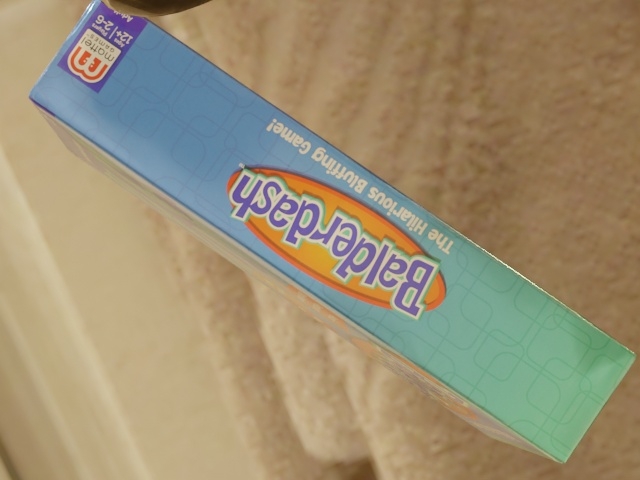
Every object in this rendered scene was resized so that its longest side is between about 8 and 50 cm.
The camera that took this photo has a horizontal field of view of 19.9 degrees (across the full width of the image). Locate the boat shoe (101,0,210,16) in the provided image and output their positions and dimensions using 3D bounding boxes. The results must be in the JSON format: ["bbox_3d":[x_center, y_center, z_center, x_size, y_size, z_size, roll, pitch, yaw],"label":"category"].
[{"bbox_3d":[0.015,-0.187,0.305,0.307,0.104,0.110,-50,-17,18],"label":"boat shoe"}]

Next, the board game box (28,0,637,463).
[{"bbox_3d":[0.000,0.000,0.658,0.047,0.210,0.160,-56,0,-5],"label":"board game box"}]
